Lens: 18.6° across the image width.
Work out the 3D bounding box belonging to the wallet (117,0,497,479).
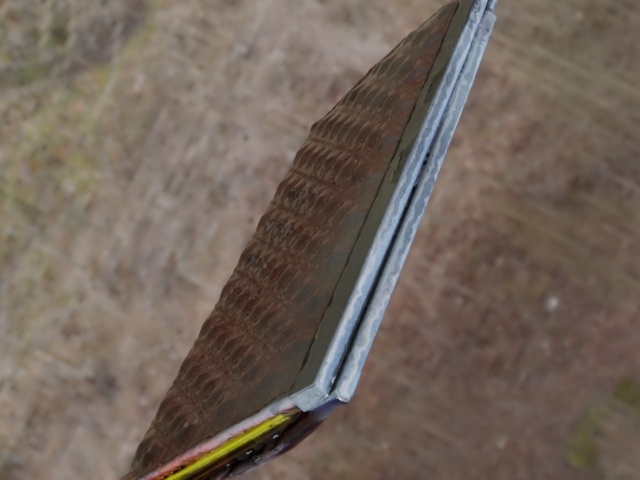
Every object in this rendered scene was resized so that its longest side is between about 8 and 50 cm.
[{"bbox_3d":[0.000,0.000,0.595,0.103,0.020,0.196,-35,-160,39],"label":"wallet"}]
